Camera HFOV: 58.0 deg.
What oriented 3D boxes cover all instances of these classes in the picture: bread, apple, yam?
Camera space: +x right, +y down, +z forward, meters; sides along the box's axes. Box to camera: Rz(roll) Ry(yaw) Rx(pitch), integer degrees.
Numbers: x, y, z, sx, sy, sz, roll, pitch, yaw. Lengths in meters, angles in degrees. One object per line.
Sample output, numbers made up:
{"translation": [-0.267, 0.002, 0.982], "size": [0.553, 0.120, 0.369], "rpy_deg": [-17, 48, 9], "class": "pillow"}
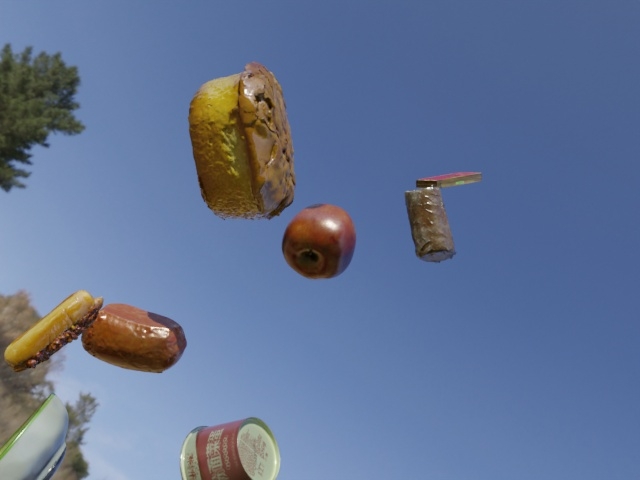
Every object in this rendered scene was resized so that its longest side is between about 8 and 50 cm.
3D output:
{"translation": [-0.180, -0.243, 1.456], "size": [0.215, 0.398, 0.398], "rpy_deg": [-7, -63, 8], "class": "bread"}
{"translation": [0.000, 0.000, 1.709], "size": [0.230, 0.230, 0.230], "rpy_deg": [22, -50, 28], "class": "apple"}
{"translation": [0.210, -0.031, 1.109], "size": [0.079, 0.079, 0.141], "rpy_deg": [-25, -113, 47], "class": "yam"}

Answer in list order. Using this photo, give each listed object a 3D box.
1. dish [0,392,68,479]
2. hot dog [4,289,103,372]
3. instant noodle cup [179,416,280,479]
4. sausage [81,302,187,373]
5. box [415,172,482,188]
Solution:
{"translation": [-0.681, 0.518, 1.319], "size": [0.124, 0.324, 0.324], "rpy_deg": [43, -41, -11], "class": "dish"}
{"translation": [-0.600, 0.207, 1.328], "size": [0.076, 0.249, 0.102], "rpy_deg": [29, -37, 24], "class": "hot dog"}
{"translation": [-0.231, 0.583, 1.535], "size": [0.178, 0.235, 0.234], "rpy_deg": [-28, -82, 22], "class": "instant noodle cup"}
{"translation": [-0.488, 0.260, 1.522], "size": [0.268, 0.153, 0.141], "rpy_deg": [15, -77, -1], "class": "sausage"}
{"translation": [0.313, -0.147, 1.410], "size": [0.090, 0.133, 0.023], "rpy_deg": [-160, -119, -66], "class": "box"}
